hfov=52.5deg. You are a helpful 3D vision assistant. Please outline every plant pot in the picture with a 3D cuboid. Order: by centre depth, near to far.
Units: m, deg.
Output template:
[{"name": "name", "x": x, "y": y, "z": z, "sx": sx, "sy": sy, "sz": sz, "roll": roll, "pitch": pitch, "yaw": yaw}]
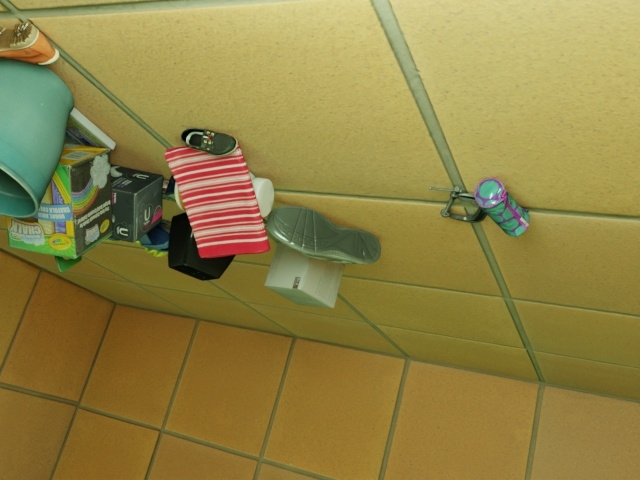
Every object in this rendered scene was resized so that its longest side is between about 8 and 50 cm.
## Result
[{"name": "plant pot", "x": -0.636, "y": -0.225, "z": 1.295, "sx": 0.272, "sy": 0.255, "sz": 0.271, "roll": 15, "pitch": 153, "yaw": 8}, {"name": "plant pot", "x": -0.370, "y": 0.025, "z": 2.014, "sx": 0.188, "sy": 0.166, "sz": 0.188, "roll": 27, "pitch": 160, "yaw": -30}]

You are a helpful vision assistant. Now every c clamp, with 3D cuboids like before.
[{"name": "c clamp", "x": 0.298, "y": -0.077, "z": 1.394, "sx": 0.137, "sy": 0.022, "sz": 0.160, "roll": 7, "pitch": 160, "yaw": 8}]

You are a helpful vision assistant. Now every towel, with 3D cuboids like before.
[{"name": "towel", "x": -0.233, "y": -0.088, "z": 1.470, "sx": 0.199, "sy": 0.031, "sz": 0.274, "roll": -4, "pitch": 115, "yaw": 25}]

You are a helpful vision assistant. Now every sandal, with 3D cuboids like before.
[{"name": "sandal", "x": -0.596, "y": -0.042, "z": 2.096, "sx": 0.318, "sy": 0.126, "sz": 0.138, "roll": 18, "pitch": 161, "yaw": -36}]

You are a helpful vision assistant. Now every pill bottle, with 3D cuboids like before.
[{"name": "pill bottle", "x": -0.227, "y": -0.113, "z": 1.546, "sx": 0.216, "sy": 0.121, "sz": 0.121, "roll": 9, "pitch": 161, "yaw": 21}]

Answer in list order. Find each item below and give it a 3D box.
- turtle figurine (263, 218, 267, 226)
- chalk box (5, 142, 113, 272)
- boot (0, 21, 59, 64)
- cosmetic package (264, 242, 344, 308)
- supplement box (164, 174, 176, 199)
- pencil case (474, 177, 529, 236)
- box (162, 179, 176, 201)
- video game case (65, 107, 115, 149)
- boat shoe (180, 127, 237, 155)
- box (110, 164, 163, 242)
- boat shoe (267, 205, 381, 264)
[{"name": "turtle figurine", "x": -0.238, "y": -0.046, "z": 1.790, "sx": 0.176, "sy": 0.118, "sz": 0.234, "roll": 13, "pitch": 157, "yaw": 8}, {"name": "chalk box", "x": -0.615, "y": -0.072, "z": 1.534, "sx": 0.179, "sy": 0.288, "sz": 0.180, "roll": 10, "pitch": -158, "yaw": 10}, {"name": "boot", "x": -0.563, "y": -0.354, "z": 1.204, "sx": 0.158, "sy": 0.059, "sz": 0.085, "roll": 5, "pitch": 165, "yaw": 25}, {"name": "cosmetic package", "x": -0.047, "y": 0.110, "z": 2.026, "sx": 0.152, "sy": 0.151, "sz": 0.184, "roll": 2, "pitch": 157, "yaw": 37}, {"name": "supplement box", "x": -0.344, "y": -0.132, "z": 1.693, "sx": 0.083, "sy": 0.056, "sz": 0.083, "roll": 30, "pitch": 157, "yaw": -38}, {"name": "pencil case", "x": 0.366, "y": -0.065, "z": 1.296, "sx": 0.070, "sy": 0.064, "sz": 0.152, "roll": 20, "pitch": 171, "yaw": 45}, {"name": "box", "x": -0.463, "y": -0.145, "z": 1.798, "sx": 0.137, "sy": 0.027, "sz": 0.094, "roll": 11, "pitch": 161, "yaw": 15}, {"name": "video game case", "x": -0.621, "y": -0.281, "z": 1.527, "sx": 0.194, "sy": 0.023, "sz": 0.212, "roll": 8, "pitch": 160, "yaw": 23}, {"name": "boat shoe", "x": -0.238, "y": -0.211, "z": 1.378, "sx": 0.133, "sy": 0.048, "sz": 0.042, "roll": 11, "pitch": 170, "yaw": 27}, {"name": "box", "x": -0.571, "y": -0.110, "z": 1.699, "sx": 0.271, "sy": 0.143, "sz": 0.165, "roll": 12, "pitch": -155, "yaw": 9}, {"name": "boat shoe", "x": 0.002, "y": -0.002, "z": 1.713, "sx": 0.321, "sy": 0.118, "sz": 0.103, "roll": 15, "pitch": 159, "yaw": -21}]
